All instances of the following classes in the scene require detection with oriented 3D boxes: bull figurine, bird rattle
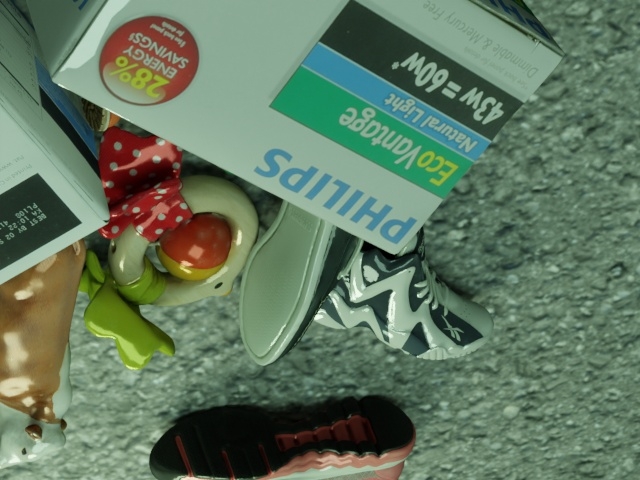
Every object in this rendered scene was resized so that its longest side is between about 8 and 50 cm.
[{"bbox_3d":[-0.326,0.087,1.783,0.188,0.101,0.310,21,120,7],"label":"bull figurine"},{"bbox_3d":[-0.162,-0.007,1.802,0.207,0.143,0.253,-6,124,-32],"label":"bird rattle"}]

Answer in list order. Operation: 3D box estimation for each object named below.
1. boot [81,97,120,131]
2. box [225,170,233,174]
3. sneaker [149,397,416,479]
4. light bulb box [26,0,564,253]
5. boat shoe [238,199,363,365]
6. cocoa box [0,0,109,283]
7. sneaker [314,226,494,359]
[{"bbox_3d":[-0.180,-0.178,1.642,0.084,0.059,0.158,8,87,-31],"label":"boot"},{"bbox_3d":[-0.061,-0.151,1.740,0.179,0.043,0.105,-41,126,15],"label":"box"},{"bbox_3d":[-0.044,0.277,2.034,0.314,0.116,0.136,-3,129,-12],"label":"sneaker"},{"bbox_3d":[-0.049,-0.230,1.422,0.358,0.361,0.225,26,113,-34],"label":"light bulb box"},{"bbox_3d":[0.000,0.000,1.797,0.091,0.114,0.302,-3,130,-37],"label":"boat shoe"},{"bbox_3d":[-0.406,-0.070,1.596,0.347,0.228,0.231,-29,130,10],"label":"cocoa box"},{"bbox_3d":[0.107,0.038,1.896,0.235,0.094,0.153,19,130,-15],"label":"sneaker"}]
